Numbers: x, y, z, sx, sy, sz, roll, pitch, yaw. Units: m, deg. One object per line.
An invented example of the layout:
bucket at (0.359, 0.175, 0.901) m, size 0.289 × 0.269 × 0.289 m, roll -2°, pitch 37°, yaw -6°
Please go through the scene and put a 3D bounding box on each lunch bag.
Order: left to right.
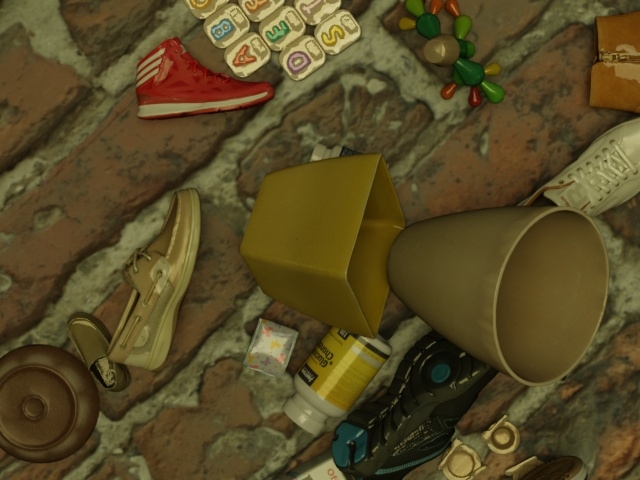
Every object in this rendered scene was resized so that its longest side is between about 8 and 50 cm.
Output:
lunch bag at (-0.081, 0.173, 1.891) m, size 0.071 × 0.053 × 0.083 m, roll 19°, pitch 84°, yaw -2°

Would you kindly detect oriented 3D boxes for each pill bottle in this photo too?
pill bottle at (0.023, 0.213, 1.863) m, size 0.103 × 0.103 × 0.184 m, roll 37°, pitch 93°, yaw -1°
pill bottle at (0.042, -0.111, 1.861) m, size 0.120 × 0.067 × 0.067 m, roll 21°, pitch 94°, yaw 0°

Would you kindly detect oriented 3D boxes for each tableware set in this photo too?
tableware set at (0.286, 0.373, 1.907) m, size 0.141 × 0.020 × 0.168 m, roll -40°, pitch 91°, yaw 3°

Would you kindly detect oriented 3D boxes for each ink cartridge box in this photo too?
ink cartridge box at (-0.022, 0.432, 1.894) m, size 0.175 × 0.072 × 0.127 m, roll -30°, pitch 91°, yaw 4°

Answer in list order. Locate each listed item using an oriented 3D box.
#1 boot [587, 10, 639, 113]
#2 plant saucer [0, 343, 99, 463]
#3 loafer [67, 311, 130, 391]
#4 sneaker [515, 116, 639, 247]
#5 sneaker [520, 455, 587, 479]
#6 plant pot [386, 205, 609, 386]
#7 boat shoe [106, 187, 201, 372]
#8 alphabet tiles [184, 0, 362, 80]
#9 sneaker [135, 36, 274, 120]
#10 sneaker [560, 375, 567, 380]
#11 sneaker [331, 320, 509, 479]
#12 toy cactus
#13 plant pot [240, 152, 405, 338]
boot at (0.525, -0.213, 1.833) m, size 0.211 × 0.104 × 0.295 m, roll -6°, pitch 90°, yaw 8°
plant saucer at (-0.461, 0.269, 1.917) m, size 0.199 × 0.036 × 0.198 m, roll 0°, pitch 94°, yaw 2°
loafer at (-0.358, 0.180, 1.900) m, size 0.056 × 0.050 × 0.148 m, roll -36°, pitch 92°, yaw 3°
sneaker at (0.412, -0.077, 1.795) m, size 0.290 × 0.123 × 0.106 m, roll -40°, pitch 90°, yaw 17°
sneaker at (0.341, 0.473, 1.860) m, size 0.282 × 0.099 × 0.153 m, roll -43°, pitch 99°, yaw 10°
plant pot at (0.236, 0.058, 1.736) m, size 0.257 × 0.274 × 0.256 m, roll -10°, pitch 106°, yaw -40°
boat shoe at (-0.261, 0.057, 1.855) m, size 0.098 × 0.109 × 0.302 m, roll 14°, pitch 100°, yaw -16°
alphabet tiles at (-0.065, -0.403, 1.870) m, size 0.278 × 0.021 × 0.284 m, roll -35°, pitch 92°, yaw 4°
sneaker at (-0.187, -0.262, 1.850) m, size 0.221 × 0.087 × 0.128 m, roll -7°, pitch 95°, yaw 1°
sneaker at (0.323, 0.198, 1.877) m, size 0.158 × 0.061 × 0.064 m, roll 6°, pitch 104°, yaw 4°
sneaker at (0.173, 0.255, 1.856) m, size 0.341 × 0.125 × 0.140 m, roll -41°, pitch 131°, yaw 9°
toy cactus at (0.189, -0.288, 1.798) m, size 0.112 × 0.180 × 0.219 m, roll -32°, pitch 87°, yaw 24°
plant pot at (0.000, 0.000, 1.784) m, size 0.187 × 0.212 × 0.212 m, roll 8°, pitch 62°, yaw 20°
